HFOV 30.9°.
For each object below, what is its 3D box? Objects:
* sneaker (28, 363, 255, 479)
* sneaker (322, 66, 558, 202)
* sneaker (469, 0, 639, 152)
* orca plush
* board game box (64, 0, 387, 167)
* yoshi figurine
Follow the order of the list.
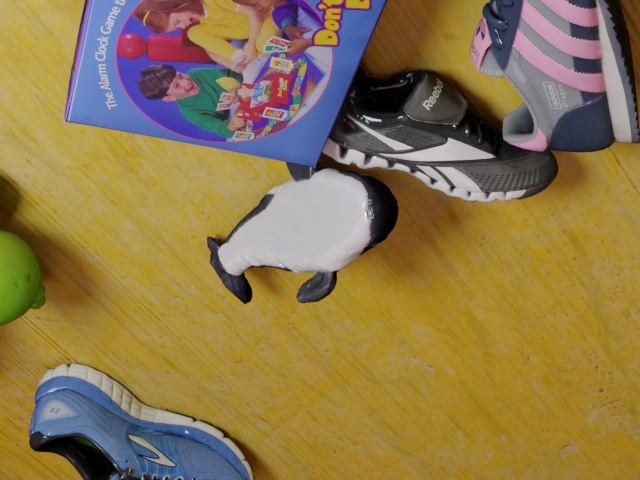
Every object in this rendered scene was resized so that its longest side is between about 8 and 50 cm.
[{"bbox_3d":[-0.242,0.300,1.543,0.330,0.147,0.130,27,136,-13],"label":"sneaker"},{"bbox_3d":[0.111,-0.103,1.075,0.234,0.078,0.106,14,140,4],"label":"sneaker"},{"bbox_3d":[0.174,-0.191,0.942,0.131,0.112,0.319,-9,131,20],"label":"sneaker"},{"bbox_3d":[0.000,0.000,1.199,0.102,0.151,0.287,-1,154,-37],"label":"orca plush"},{"bbox_3d":[-0.064,-0.225,0.946,0.233,0.078,0.347,10,136,-16],"label":"board game box"},{"bbox_3d":[-0.431,0.079,1.345,0.203,0.203,0.362,21,135,-17],"label":"yoshi figurine"}]
